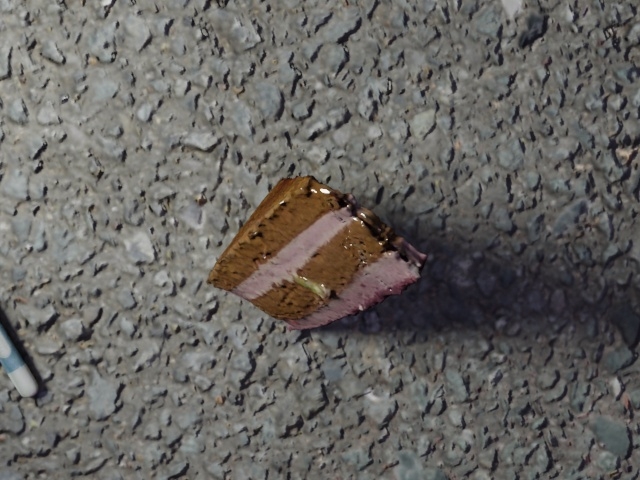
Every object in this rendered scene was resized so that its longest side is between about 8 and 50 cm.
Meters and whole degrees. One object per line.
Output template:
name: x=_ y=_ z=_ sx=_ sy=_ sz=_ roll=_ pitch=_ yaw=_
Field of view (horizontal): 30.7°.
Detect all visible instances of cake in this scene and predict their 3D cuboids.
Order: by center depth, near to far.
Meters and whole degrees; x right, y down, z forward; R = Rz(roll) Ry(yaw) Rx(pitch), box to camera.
cake: x=0.000 y=0.000 z=0.947 sx=0.116 sy=0.295 sz=0.113 roll=36 pitch=74 yaw=-10

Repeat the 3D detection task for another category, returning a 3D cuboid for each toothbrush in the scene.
toothbrush: x=-0.328 y=0.022 z=1.043 sx=0.019 sy=0.025 sz=0.275 roll=-28 pitch=97 yaw=0
